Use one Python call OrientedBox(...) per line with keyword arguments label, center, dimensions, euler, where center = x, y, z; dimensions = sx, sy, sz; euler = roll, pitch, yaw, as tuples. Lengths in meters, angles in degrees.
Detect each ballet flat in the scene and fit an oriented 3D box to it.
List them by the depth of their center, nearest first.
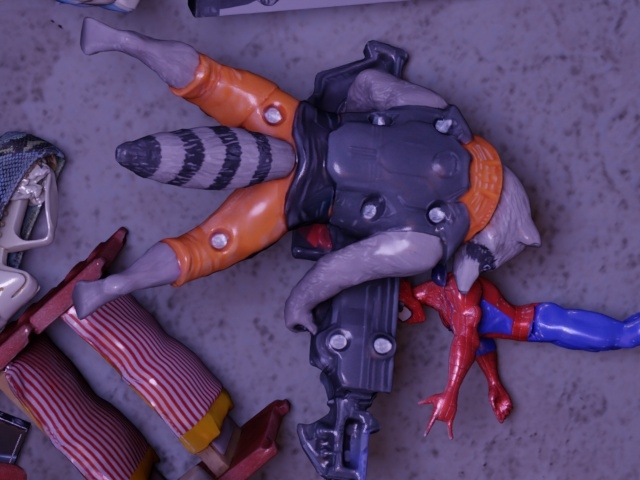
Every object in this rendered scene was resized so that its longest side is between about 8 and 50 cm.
OrientedBox(label="ballet flat", center=(-0.234, 0.009, 1.351), dimensions=(0.070, 0.070, 0.188), euler=(13, 79, -2))

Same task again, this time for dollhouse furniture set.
OrientedBox(label="dollhouse furniture set", center=(-0.151, 0.151, 1.253), dimensions=(0.152, 0.374, 0.201), euler=(-41, 99, 11))

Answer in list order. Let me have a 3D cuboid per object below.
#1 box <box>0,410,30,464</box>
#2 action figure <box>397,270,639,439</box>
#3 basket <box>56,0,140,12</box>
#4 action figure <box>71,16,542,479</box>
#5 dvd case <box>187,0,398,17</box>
OrientedBox(label="box", center=(-0.275, 0.171, 1.433), dimensions=(0.067, 0.018, 0.083), euler=(23, 100, -4))
OrientedBox(label="action figure", center=(0.174, 0.100, 1.376), dimensions=(0.280, 0.091, 0.139), euler=(13, 83, -2))
OrientedBox(label="basket", center=(-0.231, -0.302, 1.270), dimensions=(0.289, 0.201, 0.254), euler=(27, 101, 31))
OrientedBox(label="action figure", center=(0.000, 0.000, 1.256), dimensions=(0.330, 0.178, 0.341), euler=(2, 76, -19))
OrientedBox(label="dvd case", center=(0.027, -0.248, 1.281), dimensions=(0.239, 0.029, 0.179), euler=(-7, 128, -17))
